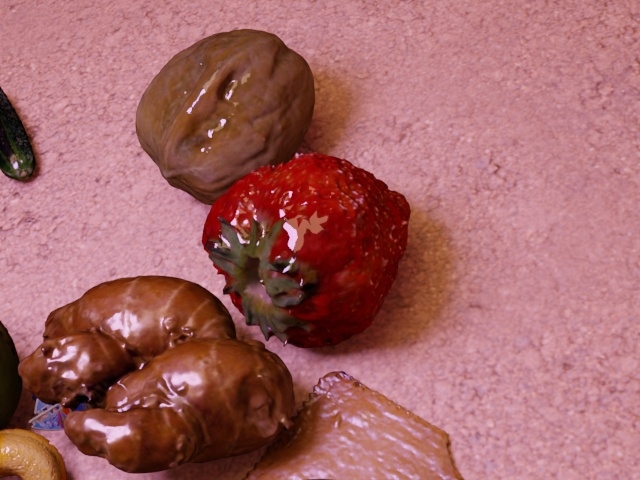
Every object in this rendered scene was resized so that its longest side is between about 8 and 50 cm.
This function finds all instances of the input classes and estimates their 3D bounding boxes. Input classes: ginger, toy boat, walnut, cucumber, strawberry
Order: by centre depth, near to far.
[{"bbox_3d":[-0.217,0.166,1.352,0.274,0.153,0.357,-26,45,-28],"label":"ginger"},{"bbox_3d":[0.000,0.000,1.399,0.257,0.257,0.277,25,48,33],"label":"strawberry"},{"bbox_3d":[-0.339,0.217,1.415,0.175,0.091,0.110,27,37,26],"label":"toy boat"},{"bbox_3d":[-0.131,-0.187,1.573,0.227,0.283,0.283,39,70,7],"label":"walnut"},{"bbox_3d":[-0.530,-0.180,1.809,0.074,0.074,0.241,-33,53,-8],"label":"cucumber"}]

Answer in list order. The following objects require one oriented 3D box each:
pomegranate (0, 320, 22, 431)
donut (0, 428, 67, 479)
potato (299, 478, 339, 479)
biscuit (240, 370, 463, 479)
[{"bbox_3d":[-0.545,0.194,1.381,0.290,0.291,0.323,19,57,30],"label":"pomegranate"},{"bbox_3d":[-0.390,0.307,1.338,0.151,0.058,0.152,0,90,-11],"label":"donut"},{"bbox_3d":[-0.064,0.359,1.132,0.351,0.218,0.202,-26,29,-2],"label":"potato"},{"bbox_3d":[0.034,0.287,1.292,0.236,0.013,0.232,26,65,32],"label":"biscuit"}]
